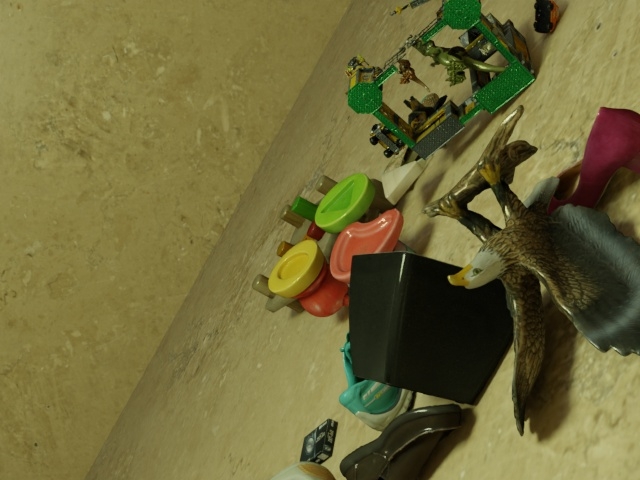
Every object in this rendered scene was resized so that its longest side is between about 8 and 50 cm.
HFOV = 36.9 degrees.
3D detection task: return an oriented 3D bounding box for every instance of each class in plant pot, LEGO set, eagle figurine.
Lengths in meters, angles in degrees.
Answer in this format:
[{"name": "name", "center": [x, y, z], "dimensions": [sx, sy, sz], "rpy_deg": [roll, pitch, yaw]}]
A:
[{"name": "plant pot", "center": [0.137, 0.119, 1.276], "dimensions": [0.188, 0.188, 0.167], "rpy_deg": [175, 110, -71]}, {"name": "LEGO set", "center": [0.205, -0.310, 1.657], "dimensions": [0.331, 0.255, 0.192], "rpy_deg": [-47, 21, 30]}, {"name": "eagle figurine", "center": [0.241, 0.040, 1.094], "dimensions": [0.225, 0.298, 0.226], "rpy_deg": [-31, -20, -5]}]

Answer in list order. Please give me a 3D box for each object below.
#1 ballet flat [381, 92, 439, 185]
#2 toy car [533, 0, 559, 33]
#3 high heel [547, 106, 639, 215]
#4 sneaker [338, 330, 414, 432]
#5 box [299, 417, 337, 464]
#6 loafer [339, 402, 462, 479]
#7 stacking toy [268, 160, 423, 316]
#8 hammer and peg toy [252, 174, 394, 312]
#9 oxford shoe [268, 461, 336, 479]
[{"name": "ballet flat", "center": [0.192, -0.183, 1.833], "dimensions": [0.067, 0.073, 0.206], "rpy_deg": [26, 90, 47]}, {"name": "toy car", "center": [0.403, -0.378, 1.571], "dimensions": [0.041, 0.060, 0.122], "rpy_deg": [-20, 9, -37]}, {"name": "high heel", "center": [0.313, -0.092, 1.177], "dimensions": [0.244, 0.117, 0.082], "rpy_deg": [-24, 40, 65]}, {"name": "sneaker", "center": [0.089, 0.159, 1.458], "dimensions": [0.107, 0.110, 0.275], "rpy_deg": [-48, 20, 38]}, {"name": "box", "center": [-0.005, 0.343, 1.599], "dimensions": [0.083, 0.018, 0.067], "rpy_deg": [-46, 22, 43]}, {"name": "loafer", "center": [0.115, 0.284, 1.263], "dimensions": [0.220, 0.080, 0.078], "rpy_deg": [-46, 54, 39]}, {"name": "stacking toy", "center": [0.082, 0.013, 1.734], "dimensions": [0.309, 0.130, 0.279], "rpy_deg": [-10, 43, 52]}, {"name": "hammer and peg toy", "center": [0.000, 0.000, 1.966], "dimensions": [0.361, 0.127, 0.266], "rpy_deg": [-34, 32, 58]}, {"name": "oxford shoe", "center": [-0.113, 0.473, 1.455], "dimensions": [0.449, 0.169, 0.130], "rpy_deg": [-42, 26, 31]}]
